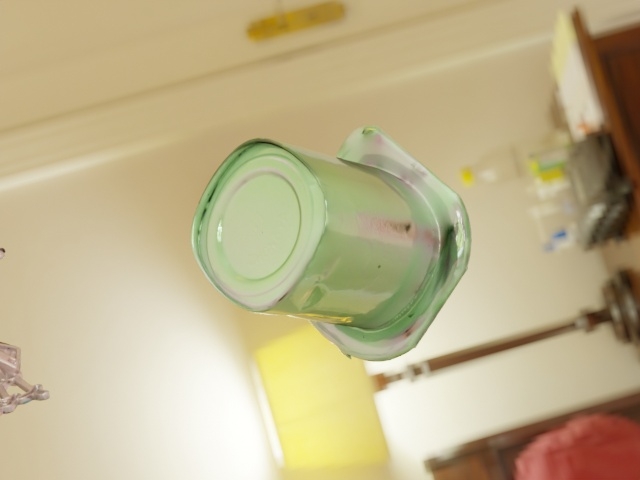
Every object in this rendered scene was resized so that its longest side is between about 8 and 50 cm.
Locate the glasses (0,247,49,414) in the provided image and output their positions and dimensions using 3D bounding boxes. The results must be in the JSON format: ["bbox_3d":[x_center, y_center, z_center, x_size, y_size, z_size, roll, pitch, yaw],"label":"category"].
[{"bbox_3d":[-0.315,0.076,1.246,0.162,0.255,0.095,-72,-16,-61],"label":"glasses"}]

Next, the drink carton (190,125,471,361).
[{"bbox_3d":[0.000,0.000,1.180,0.144,0.146,0.142,43,-162,32],"label":"drink carton"}]
